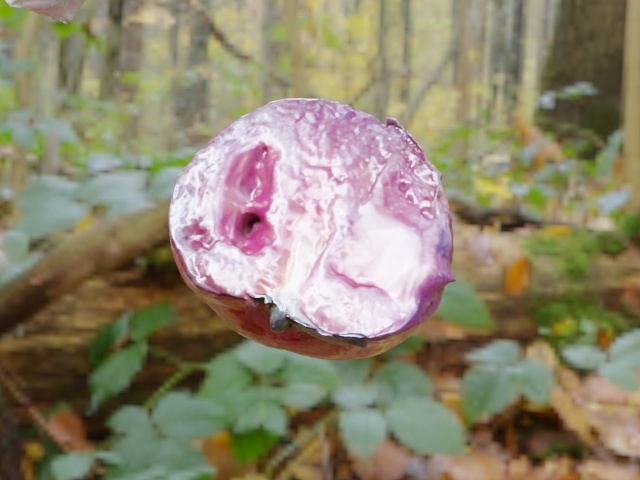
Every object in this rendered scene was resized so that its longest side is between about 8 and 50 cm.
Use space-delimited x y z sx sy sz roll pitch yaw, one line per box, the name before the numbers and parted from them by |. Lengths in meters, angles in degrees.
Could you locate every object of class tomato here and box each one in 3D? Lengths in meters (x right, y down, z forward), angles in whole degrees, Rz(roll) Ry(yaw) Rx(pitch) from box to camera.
tomato | 0.005 0.003 1.884 0.334 0.290 0.176 17 -25 14

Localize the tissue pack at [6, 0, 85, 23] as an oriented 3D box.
tissue pack | -0.308 -0.393 1.870 0.185 0.225 0.124 44 16 26
